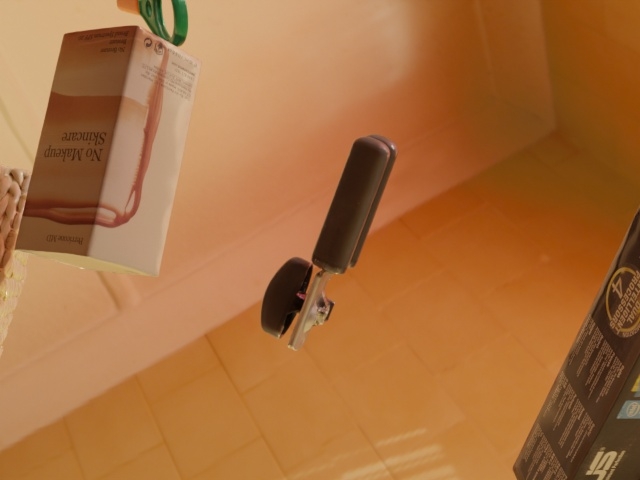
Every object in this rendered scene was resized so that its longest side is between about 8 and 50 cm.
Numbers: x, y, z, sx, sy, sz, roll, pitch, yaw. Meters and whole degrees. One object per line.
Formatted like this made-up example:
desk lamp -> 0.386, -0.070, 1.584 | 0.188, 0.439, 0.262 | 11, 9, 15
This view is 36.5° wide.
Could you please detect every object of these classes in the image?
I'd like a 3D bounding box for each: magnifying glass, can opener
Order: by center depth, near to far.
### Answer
can opener -> 0.000, 0.000, 1.163 | 0.283, 0.095, 0.076 | -70, -14, 16
magnifying glass -> -0.233, -0.317, 1.324 | 0.026, 0.231, 0.092 | -13, -67, -25

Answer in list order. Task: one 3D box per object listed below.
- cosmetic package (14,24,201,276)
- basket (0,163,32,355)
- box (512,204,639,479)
cosmetic package -> -0.271, -0.112, 1.251 | 0.129, 0.153, 0.296 | 21, -106, -53
basket -> -0.583, 0.072, 1.396 | 0.267, 0.328, 0.331 | 14, -35, -12
box -> 0.391, 0.107, 0.903 | 0.318, 0.097, 0.394 | 3, -54, -17
